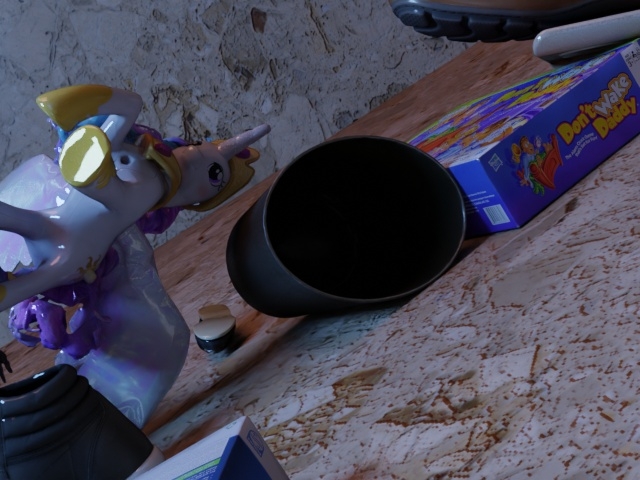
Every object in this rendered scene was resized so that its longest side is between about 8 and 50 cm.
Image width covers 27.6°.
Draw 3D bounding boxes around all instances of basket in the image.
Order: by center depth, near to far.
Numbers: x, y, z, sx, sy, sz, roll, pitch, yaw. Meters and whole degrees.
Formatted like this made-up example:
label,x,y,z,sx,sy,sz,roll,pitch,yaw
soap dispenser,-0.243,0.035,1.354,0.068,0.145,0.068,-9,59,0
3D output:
label,x,y,z,sx,sy,sz,roll,pitch,yaw
basket,0.000,0.000,1.280,0.204,0.154,0.227,-7,-8,-24

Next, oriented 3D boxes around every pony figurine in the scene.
label,x,y,z,sx,sy,sz,roll,pitch,yaw
pony figurine,-0.226,0.000,1.227,0.351,0.303,0.363,-45,-16,16

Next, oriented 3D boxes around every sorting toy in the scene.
label,x,y,z,sx,sy,sz,roll,pitch,yaw
sorting toy,0.325,-0.218,1.358,0.193,0.038,0.208,-10,-3,16

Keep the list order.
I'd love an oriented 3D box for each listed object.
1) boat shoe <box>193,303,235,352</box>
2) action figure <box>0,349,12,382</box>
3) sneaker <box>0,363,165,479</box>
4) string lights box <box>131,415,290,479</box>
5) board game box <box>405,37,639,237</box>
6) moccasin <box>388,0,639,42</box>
label,x,y,z,sx,sy,sz,roll,pitch,yaw
boat shoe,-0.118,0.105,1.476,0.049,0.042,0.133,-7,9,-4
action figure,-0.394,0.242,1.391,0.164,0.141,0.275,-21,38,18
sneaker,-0.292,0.217,1.109,0.296,0.147,0.104,-35,10,-14
string lights box,-0.096,0.203,0.728,0.133,0.077,0.259,-31,9,12
board game box,0.175,-0.088,1.383,0.233,0.078,0.347,-36,9,-24
moccasin,0.253,-0.296,1.380,0.380,0.147,0.139,-11,2,-7
